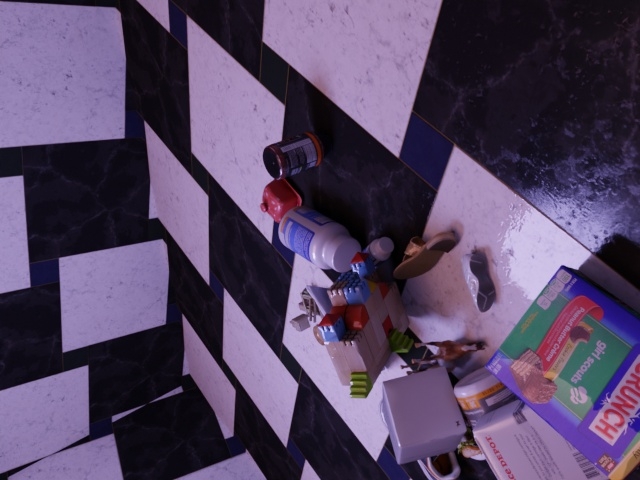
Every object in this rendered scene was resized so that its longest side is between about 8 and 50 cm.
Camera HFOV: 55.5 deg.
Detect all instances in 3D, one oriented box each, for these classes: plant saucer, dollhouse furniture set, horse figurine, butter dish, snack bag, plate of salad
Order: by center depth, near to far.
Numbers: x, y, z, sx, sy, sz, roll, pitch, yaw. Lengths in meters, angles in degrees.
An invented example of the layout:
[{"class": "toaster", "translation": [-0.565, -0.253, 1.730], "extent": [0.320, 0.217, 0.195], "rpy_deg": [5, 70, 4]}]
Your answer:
[{"class": "horse figurine", "translation": [0.321, 0.326, 1.664], "extent": [0.263, 0.175, 0.066], "rpy_deg": [101, 161, -56]}, {"class": "plate of salad", "translation": [0.410, 0.552, 1.770], "extent": [0.200, 0.048, 0.199], "rpy_deg": [39, 142, 39]}, {"class": "snack bag", "translation": [0.078, 0.285, 1.926], "extent": [0.342, 0.037, 0.323], "rpy_deg": [58, -169, 14]}, {"class": "butter dish", "translation": [-0.155, -0.130, 2.112], "extent": [0.160, 0.118, 0.160], "rpy_deg": [50, 147, 26]}, {"class": "dollhouse furniture set", "translation": [-0.072, 0.239, 2.209], "extent": [0.182, 0.161, 0.101], "rpy_deg": [7, 117, 56]}, {"class": "plant saucer", "translation": [0.001, 0.363, 2.332], "extent": [0.083, 0.015, 0.083], "rpy_deg": [38, 140, 40]}]

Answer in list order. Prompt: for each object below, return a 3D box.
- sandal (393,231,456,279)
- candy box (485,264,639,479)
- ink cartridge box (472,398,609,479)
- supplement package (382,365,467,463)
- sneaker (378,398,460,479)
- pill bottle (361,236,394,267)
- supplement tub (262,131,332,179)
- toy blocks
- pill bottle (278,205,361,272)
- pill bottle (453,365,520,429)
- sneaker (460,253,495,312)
[{"class": "sandal", "translation": [0.270, 0.020, 1.597], "extent": [0.240, 0.088, 0.079], "rpy_deg": [133, 141, -52]}, {"class": "candy box", "translation": [0.525, 0.247, 1.161], "extent": [0.317, 0.122, 0.268], "rpy_deg": [42, 110, 33]}, {"class": "ink cartridge box", "translation": [0.504, 0.433, 1.321], "extent": [0.273, 0.115, 0.198], "rpy_deg": [-33, 81, 24]}, {"class": "supplement package", "translation": [0.273, 0.481, 1.655], "extent": [0.293, 0.178, 0.175], "rpy_deg": [80, 177, -61]}, {"class": "sneaker", "translation": [0.317, 0.608, 1.890], "extent": [0.321, 0.126, 0.127], "rpy_deg": [50, 154, 5]}, {"class": "pill bottle", "translation": [0.165, 0.035, 1.762], "extent": [0.067, 0.067, 0.120], "rpy_deg": [60, 150, 10]}, {"class": "supplement tub", "translation": [-0.063, -0.255, 1.785], "extent": [0.106, 0.198, 0.106], "rpy_deg": [37, 139, 40]}, {"class": "toy blocks", "translation": [0.114, 0.200, 1.653], "extent": [0.191, 0.381, 0.260], "rpy_deg": [-7, 115, 33]}, {"class": "pill bottle", "translation": [0.000, 0.000, 1.921], "extent": [0.272, 0.152, 0.152], "rpy_deg": [31, 136, 46]}, {"class": "pill bottle", "translation": [0.460, 0.453, 1.496], "extent": [0.278, 0.162, 0.162], "rpy_deg": [62, 151, 7]}, {"class": "sneaker", "translation": [0.381, 0.101, 1.483], "extent": [0.061, 0.054, 0.152], "rpy_deg": [-160, 53, -72]}]
